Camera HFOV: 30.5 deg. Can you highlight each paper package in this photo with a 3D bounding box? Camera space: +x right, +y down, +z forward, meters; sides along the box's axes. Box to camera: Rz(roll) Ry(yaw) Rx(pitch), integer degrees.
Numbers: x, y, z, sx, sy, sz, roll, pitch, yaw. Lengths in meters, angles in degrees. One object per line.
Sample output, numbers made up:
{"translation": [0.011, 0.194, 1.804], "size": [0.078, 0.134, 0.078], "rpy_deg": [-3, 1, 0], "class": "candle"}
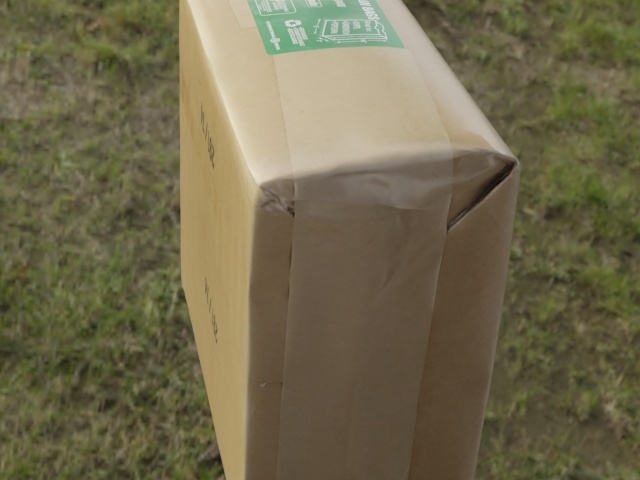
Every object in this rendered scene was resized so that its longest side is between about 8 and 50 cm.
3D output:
{"translation": [0.000, 0.000, 0.846], "size": [0.168, 0.309, 0.325], "rpy_deg": [-4, 33, -12], "class": "paper package"}
